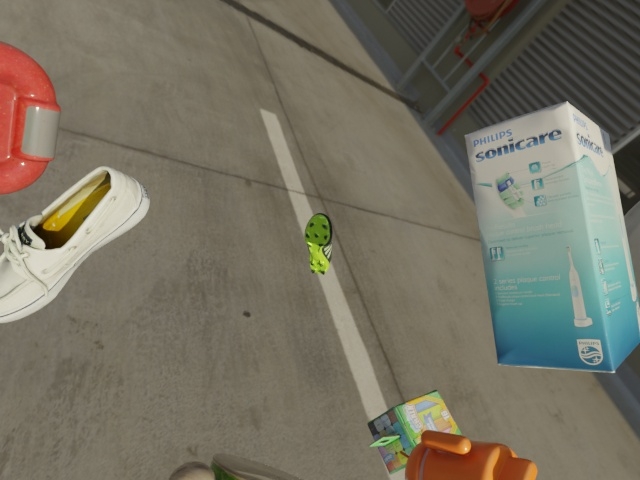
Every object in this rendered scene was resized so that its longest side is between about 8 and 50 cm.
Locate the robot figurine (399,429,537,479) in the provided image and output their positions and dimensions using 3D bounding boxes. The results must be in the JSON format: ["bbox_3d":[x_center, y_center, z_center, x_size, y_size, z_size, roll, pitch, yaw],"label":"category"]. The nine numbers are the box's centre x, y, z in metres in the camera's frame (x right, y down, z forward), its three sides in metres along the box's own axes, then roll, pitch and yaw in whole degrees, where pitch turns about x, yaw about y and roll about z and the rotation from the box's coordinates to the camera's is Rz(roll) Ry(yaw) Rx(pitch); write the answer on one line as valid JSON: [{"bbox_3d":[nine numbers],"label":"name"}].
[{"bbox_3d":[0.225,0.379,0.646,0.158,0.220,0.128,33,55,-30],"label":"robot figurine"}]

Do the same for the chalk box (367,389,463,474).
[{"bbox_3d":[0.219,0.481,1.038,0.213,0.132,0.132,-3,54,-37],"label":"chalk box"}]

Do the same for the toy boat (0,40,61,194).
[{"bbox_3d":[-0.327,-0.103,0.341,0.151,0.150,0.231,24,16,30],"label":"toy boat"}]

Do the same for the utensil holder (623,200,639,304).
[{"bbox_3d":[0.742,0.102,0.690,0.328,0.327,0.385,33,32,-15],"label":"utensil holder"}]

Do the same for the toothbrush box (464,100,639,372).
[{"bbox_3d":[0.313,-0.002,0.549,0.217,0.126,0.295,-2,84,-45],"label":"toothbrush box"}]

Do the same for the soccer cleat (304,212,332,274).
[{"bbox_3d":[0.000,0.000,0.931,0.060,0.178,0.072,10,45,10],"label":"soccer cleat"}]

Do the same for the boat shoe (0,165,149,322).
[{"bbox_3d":[-0.479,0.002,0.714,0.135,0.367,0.156,51,-4,16],"label":"boat shoe"}]

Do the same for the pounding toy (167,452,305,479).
[{"bbox_3d":[-0.071,0.333,0.475,0.183,0.236,0.110,13,67,19],"label":"pounding toy"}]
